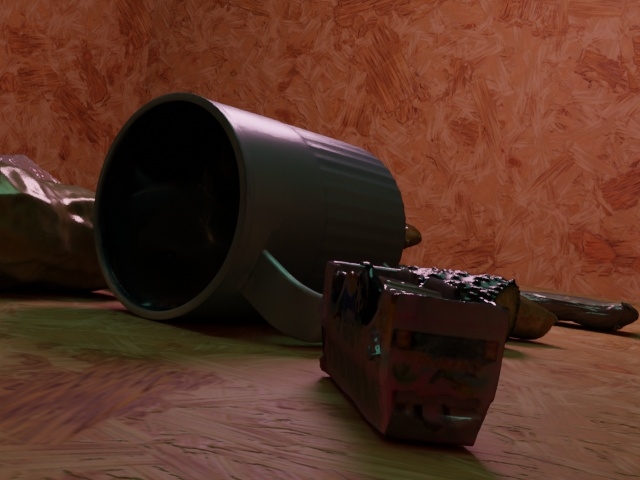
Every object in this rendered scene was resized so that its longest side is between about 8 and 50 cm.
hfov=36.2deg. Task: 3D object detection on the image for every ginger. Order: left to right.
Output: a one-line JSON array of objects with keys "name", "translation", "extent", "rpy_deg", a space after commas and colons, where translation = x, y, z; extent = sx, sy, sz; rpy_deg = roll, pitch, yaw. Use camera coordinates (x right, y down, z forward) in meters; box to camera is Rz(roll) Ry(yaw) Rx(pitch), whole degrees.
[{"name": "ginger", "translation": [0.248, 0.104, 1.424], "extent": [0.190, 0.068, 0.095], "rpy_deg": [9, 7, 22]}]

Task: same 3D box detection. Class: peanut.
[{"name": "peanut", "translation": [-0.370, -0.015, 1.210], "extent": [0.174, 0.158, 0.340], "rpy_deg": [-15, -14, 27]}]

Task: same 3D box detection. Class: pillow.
[{"name": "pillow", "translation": [0.459, 0.129, 1.822], "extent": [0.255, 0.059, 0.169], "rpy_deg": [6, 1, 18]}]

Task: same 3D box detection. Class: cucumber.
[{"name": "cucumber", "translation": [0.099, 0.072, 1.370], "extent": [0.360, 0.096, 0.096], "rpy_deg": [9, 2, 36]}]

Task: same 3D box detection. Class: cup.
[{"name": "cup", "translation": [-0.050, -0.022, 1.186], "extent": [0.331, 0.256, 0.311], "rpy_deg": [7, -1, 41]}]

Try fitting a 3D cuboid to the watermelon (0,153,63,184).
[{"name": "watermelon", "translation": [-0.507, -0.051, 1.696], "extent": [0.260, 0.176, 0.256], "rpy_deg": [37, -28, -17]}]

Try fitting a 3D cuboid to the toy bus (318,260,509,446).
[{"name": "toy bus", "translation": [0.056, 0.073, 0.757], "extent": [0.090, 0.112, 0.274], "rpy_deg": [7, 2, -8]}]

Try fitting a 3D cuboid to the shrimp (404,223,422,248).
[{"name": "shrimp", "translation": [0.000, -0.001, 1.431], "extent": [0.295, 0.062, 0.154], "rpy_deg": [-5, 9, 8]}]
